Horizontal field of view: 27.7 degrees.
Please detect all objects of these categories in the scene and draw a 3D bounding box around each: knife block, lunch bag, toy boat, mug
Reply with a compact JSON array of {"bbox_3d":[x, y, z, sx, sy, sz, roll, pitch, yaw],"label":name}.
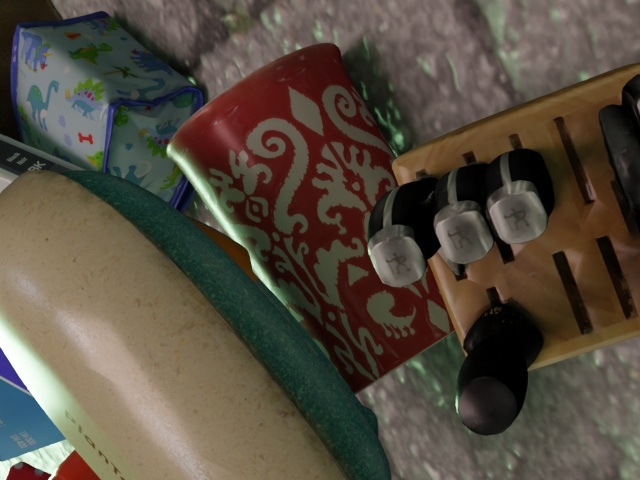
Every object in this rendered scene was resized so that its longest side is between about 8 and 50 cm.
[{"bbox_3d":[0.074,-0.004,0.483,0.275,0.242,0.088,-16,95,58],"label":"knife block"},{"bbox_3d":[-0.155,-0.067,0.923,0.129,0.096,0.151,40,130,36],"label":"lunch bag"},{"bbox_3d":[-0.076,0.080,0.722,0.267,0.148,0.318,49,156,5],"label":"toy boat"},{"bbox_3d":[0.008,-0.006,0.730,0.169,0.113,0.150,57,179,7],"label":"mug"}]

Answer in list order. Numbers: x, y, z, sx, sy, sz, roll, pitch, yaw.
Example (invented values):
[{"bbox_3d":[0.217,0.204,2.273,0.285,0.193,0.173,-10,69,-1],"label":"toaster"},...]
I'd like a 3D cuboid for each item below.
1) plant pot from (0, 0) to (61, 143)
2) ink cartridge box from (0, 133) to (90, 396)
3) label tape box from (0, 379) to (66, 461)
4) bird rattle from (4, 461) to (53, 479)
[{"bbox_3d":[-0.330,-0.087,1.041,0.215,0.230,0.215,33,135,41],"label":"plant pot"},{"bbox_3d":[-0.253,0.006,0.940,0.208,0.045,0.206,22,132,21],"label":"ink cartridge box"},{"bbox_3d":[-0.337,0.081,1.193,0.347,0.115,0.249,42,165,36],"label":"label tape box"},{"bbox_3d":[-0.210,0.251,1.089,0.253,0.207,0.143,5,102,26],"label":"bird rattle"}]
